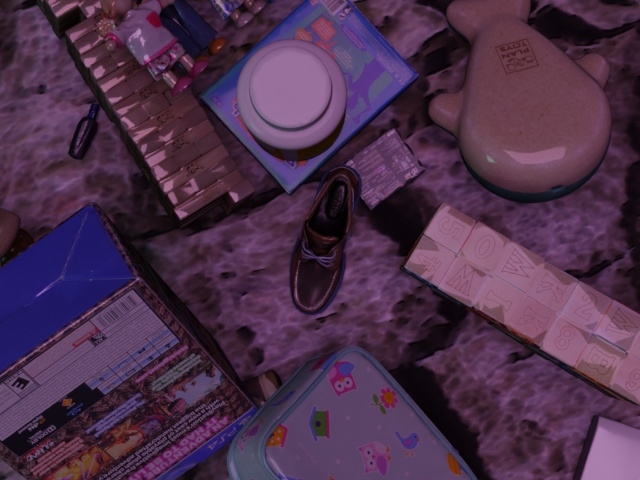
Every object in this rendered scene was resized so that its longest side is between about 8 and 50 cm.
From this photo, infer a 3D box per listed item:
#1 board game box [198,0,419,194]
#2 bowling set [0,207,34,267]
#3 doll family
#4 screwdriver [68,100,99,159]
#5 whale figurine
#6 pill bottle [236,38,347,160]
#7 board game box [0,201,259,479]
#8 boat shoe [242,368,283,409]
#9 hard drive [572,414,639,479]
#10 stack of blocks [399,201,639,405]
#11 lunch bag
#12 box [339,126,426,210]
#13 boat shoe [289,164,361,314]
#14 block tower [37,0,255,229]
[{"bbox_3d":[-0.014,-0.181,1.514,0.210,0.047,0.160,-42,89,-2],"label":"board game box"},{"bbox_3d":[-0.413,0.028,1.427,0.200,0.287,0.154,33,73,-40],"label":"bowling set"},{"bbox_3d":[-0.161,-0.284,1.436,0.163,0.118,0.263,48,67,-15],"label":"doll family"},{"bbox_3d":[-0.265,-0.177,1.531,0.025,0.024,0.169,13,80,29],"label":"screwdriver"},{"bbox_3d":[0.231,-0.166,1.490,0.216,0.141,0.272,-17,63,-1],"label":"whale figurine"},{"bbox_3d":[-0.030,-0.151,1.381,0.117,0.215,0.117,0,89,0],"label":"pill bottle"},{"bbox_3d":[-0.240,0.145,1.372,0.232,0.291,0.141,-35,46,-2],"label":"board game box"},{"bbox_3d":[-0.050,0.265,1.485,0.074,0.080,0.223,-18,83,5],"label":"boat shoe"},{"bbox_3d":[0.440,0.350,1.497,0.308,0.040,0.203,18,88,1],"label":"hard drive"},{"bbox_3d":[0.239,0.071,1.443,0.297,0.171,0.087,30,88,2],"label":"stack of blocks"},{"bbox_3d":[0.047,0.270,1.419,0.279,0.108,0.224,51,51,-11],"label":"lunch bag"},{"bbox_3d":[0.074,-0.086,1.525,0.083,0.018,0.067,-37,88,-1],"label":"box"},{"bbox_3d":[0.000,0.000,1.490,0.066,0.066,0.183,13,95,6],"label":"boat shoe"},{"bbox_3d":[-0.207,-0.168,1.483,0.097,0.091,0.335,-33,89,-12],"label":"block tower"}]
